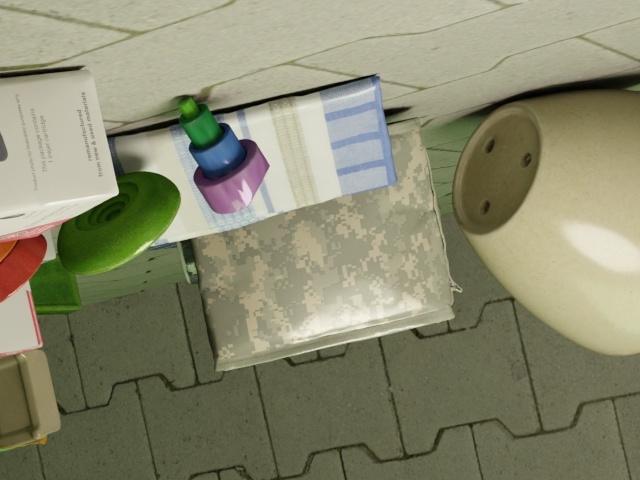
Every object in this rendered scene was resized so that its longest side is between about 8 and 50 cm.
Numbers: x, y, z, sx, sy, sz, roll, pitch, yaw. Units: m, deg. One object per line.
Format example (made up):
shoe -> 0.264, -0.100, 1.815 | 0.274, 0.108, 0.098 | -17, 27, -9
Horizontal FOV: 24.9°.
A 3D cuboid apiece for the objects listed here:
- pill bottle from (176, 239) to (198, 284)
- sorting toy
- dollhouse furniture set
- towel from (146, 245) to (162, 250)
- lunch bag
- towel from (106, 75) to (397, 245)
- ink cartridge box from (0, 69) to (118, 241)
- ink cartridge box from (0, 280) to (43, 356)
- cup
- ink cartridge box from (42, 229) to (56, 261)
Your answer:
pill bottle -> -0.060, -0.032, 1.809 | 0.245, 0.130, 0.130 | -12, 176, -4
sorting toy -> -0.231, -0.047, 1.318 | 0.365, 0.126, 0.127 | -18, -147, 22
dollhouse furniture set -> -0.496, 0.191, 2.367 | 0.197, 0.302, 0.151 | -18, 171, 32
towel -> -0.161, -0.024, 2.410 | 0.336, 0.040, 0.243 | -7, 175, -40
lunch bag -> 0.000, 0.000, 1.622 | 0.287, 0.235, 0.169 | -11, -178, -3
towel -> -0.070, -0.077, 1.440 | 0.285, 0.034, 0.209 | -14, 154, 2
ink cartridge box -> -0.293, -0.045, 1.045 | 0.237, 0.100, 0.172 | -10, 175, -33
ink cartridge box -> -0.508, 0.100, 2.065 | 0.218, 0.159, 0.092 | -16, 176, 43
cup -> 0.302, -0.051, 1.751 | 0.237, 0.331, 0.331 | 20, 159, -29
ink cartridge box -> -0.421, 0.014, 1.893 | 0.122, 0.052, 0.088 | -7, 174, -44
